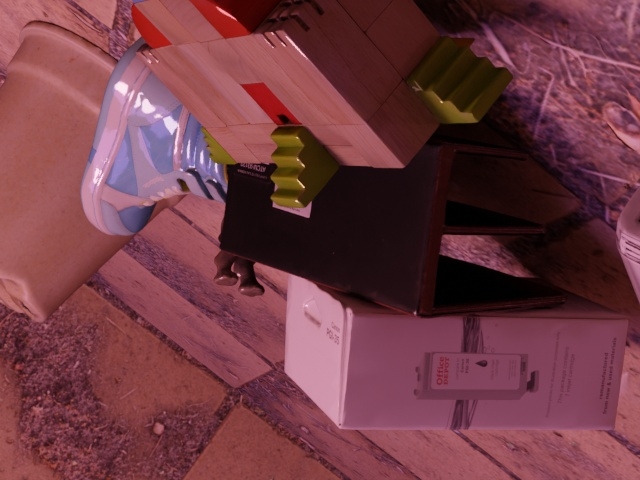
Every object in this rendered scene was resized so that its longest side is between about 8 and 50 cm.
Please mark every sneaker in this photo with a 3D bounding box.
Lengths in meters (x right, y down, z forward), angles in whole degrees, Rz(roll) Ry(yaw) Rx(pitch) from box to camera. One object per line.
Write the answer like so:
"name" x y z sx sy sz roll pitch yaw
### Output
"sneaker" -0.164 -0.075 1.610 0.208 0.127 0.319 32 142 9

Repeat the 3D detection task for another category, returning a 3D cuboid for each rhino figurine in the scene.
"rhino figurine" 0.000 0.000 1.534 0.243 0.106 0.073 -3 156 -2

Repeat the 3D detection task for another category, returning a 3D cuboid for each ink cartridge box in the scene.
"ink cartridge box" 0.123 0.103 1.327 0.283 0.117 0.207 3 -171 -17

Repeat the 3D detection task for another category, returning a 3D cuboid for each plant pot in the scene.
"plant pot" -0.368 -0.071 1.842 0.334 0.305 0.334 33 163 12

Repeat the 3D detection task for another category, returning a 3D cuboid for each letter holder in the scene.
"letter holder" 0.081 -0.035 1.311 0.214 0.152 0.302 0 -169 -39

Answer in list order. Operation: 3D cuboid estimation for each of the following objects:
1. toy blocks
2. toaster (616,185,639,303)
"toy blocks" -0.059 -0.185 1.099 0.261 0.191 0.381 47 162 -23
"toaster" 0.319 0.021 1.011 0.227 0.129 0.146 22 154 47
